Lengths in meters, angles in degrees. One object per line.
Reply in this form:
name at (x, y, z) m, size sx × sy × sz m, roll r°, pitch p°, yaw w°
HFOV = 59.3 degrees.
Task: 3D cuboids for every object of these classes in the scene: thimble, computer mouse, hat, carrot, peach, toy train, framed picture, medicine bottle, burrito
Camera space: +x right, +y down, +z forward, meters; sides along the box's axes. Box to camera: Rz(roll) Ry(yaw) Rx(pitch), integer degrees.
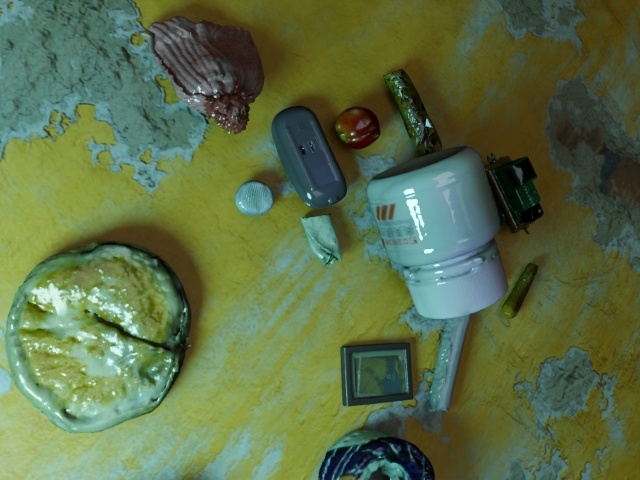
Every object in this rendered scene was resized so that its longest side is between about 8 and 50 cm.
thimble at (0.117, 0.512, 1.139) m, size 0.237 × 0.150 × 0.237 m, roll 4°, pitch 80°, yaw -26°
computer mouse at (-0.025, -0.181, 1.229) m, size 0.120 × 0.057 × 0.232 m, roll -26°, pitch 90°, yaw -25°
hat at (-0.213, -0.329, 1.136) m, size 0.237 × 0.107 × 0.286 m, roll -12°, pitch 64°, yaw -25°
carrot at (0.510, 0.125, 1.432) m, size 0.042 × 0.042 × 0.170 m, roll 41°, pitch 68°, yaw -14°
peach at (0.087, -0.259, 1.272) m, size 0.101 × 0.101 × 0.100 m, roll 4°, pitch 81°, yaw -24°
toy train at (0.486, -0.121, 1.406) m, size 0.091 × 0.136 × 0.227 m, roll -27°, pitch 91°, yaw -25°
framed picture at (0.126, 0.294, 1.243) m, size 0.169 × 0.023 × 0.127 m, roll 1°, pitch 82°, yaw -24°
medicine bottle at (0.261, -0.018, 1.226) m, size 0.256 × 0.256 × 0.324 m, roll -25°, pitch 103°, yaw -25°
burrito at (0.003, -0.001, 1.221) m, size 0.074 × 0.044 × 0.118 m, roll -13°, pitch 86°, yaw -23°
carrot at (0.224, -0.307, 1.356) m, size 0.069 × 0.069 × 0.228 m, roll -28°, pitch 93°, yaw -25°

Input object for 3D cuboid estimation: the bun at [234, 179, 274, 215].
bun at (-0.138, -0.087, 1.170) m, size 0.083 × 0.045 × 0.083 m, roll 3°, pitch 81°, yaw -21°

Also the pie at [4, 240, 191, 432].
pie at (-0.386, 0.167, 1.006) m, size 0.339 × 0.077 × 0.339 m, roll 2°, pitch 85°, yaw -23°

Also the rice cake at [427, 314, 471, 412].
rice cake at (0.304, 0.272, 1.312) m, size 0.055 × 0.049 × 0.269 m, roll 30°, pitch 69°, yaw -32°
